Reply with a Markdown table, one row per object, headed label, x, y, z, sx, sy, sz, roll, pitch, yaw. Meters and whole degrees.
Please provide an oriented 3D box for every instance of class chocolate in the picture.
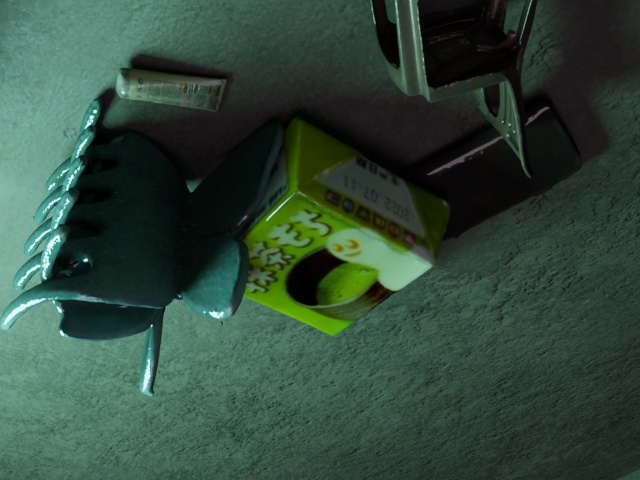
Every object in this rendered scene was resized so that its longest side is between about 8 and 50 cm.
| label | x | y | z | sx | sy | sz | roll | pitch | yaw |
| --- | --- | --- | --- | --- | --- | --- | --- | --- | --- |
| chocolate | 0.000 | 0.000 | 1.036 | 0.288 | 0.137 | 0.301 | 27 | 134 | -23 |

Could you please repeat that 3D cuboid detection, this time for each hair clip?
| label | x | y | z | sx | sy | sz | roll | pitch | yaw |
| --- | --- | --- | --- | --- | --- | --- | --- | --- | --- |
| hair clip | -0.257 | -0.001 | 0.912 | 0.238 | 0.319 | 0.392 | 26 | 132 | -28 |

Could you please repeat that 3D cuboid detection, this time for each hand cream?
| label | x | y | z | sx | sy | sz | roll | pitch | yaw |
| --- | --- | --- | --- | --- | --- | --- | --- | --- | --- |
| hand cream | -0.199 | -0.205 | 0.893 | 0.143 | 0.039 | 0.061 | 3 | 139 | -22 |

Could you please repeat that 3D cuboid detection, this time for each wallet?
| label | x | y | z | sx | sy | sz | roll | pitch | yaw |
| --- | --- | --- | --- | --- | --- | --- | --- | --- | --- |
| wallet | 0.245 | -0.096 | 1.054 | 0.309 | 0.042 | 0.165 | -29 | 133 | 24 |

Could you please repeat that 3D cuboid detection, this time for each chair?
| label | x | y | z | sx | sy | sz | roll | pitch | yaw |
| --- | --- | --- | --- | --- | --- | --- | --- | --- | --- |
| chair | 0.167 | -0.216 | 0.813 | 0.183 | 0.176 | 0.327 | -15 | 133 | -3 |
